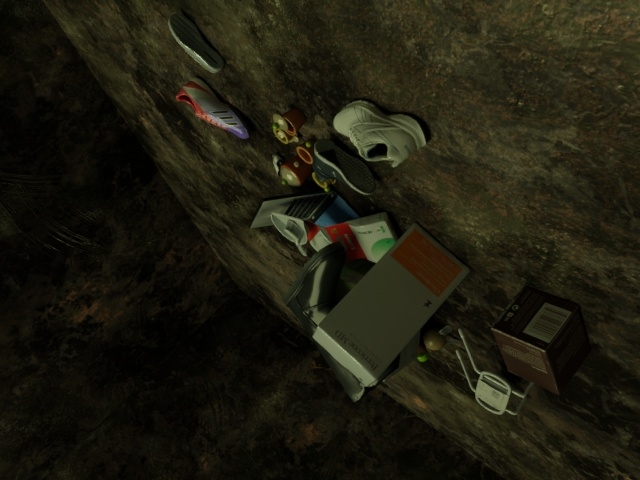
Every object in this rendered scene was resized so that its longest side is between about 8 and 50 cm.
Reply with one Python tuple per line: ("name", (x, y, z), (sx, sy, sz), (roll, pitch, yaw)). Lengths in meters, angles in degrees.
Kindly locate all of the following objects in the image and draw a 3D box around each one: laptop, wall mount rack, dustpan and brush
("laptop", (-0.025, -0.025, 2.201), (0.382, 0.408, 0.236), (136, 123, -71))
("wall mount rack", (0.592, 0.475, 2.107), (0.304, 0.130, 0.350), (30, 156, 25))
("dustpan and brush", (-0.085, -0.013, 2.099), (0.147, 0.060, 0.211), (16, 161, 33))

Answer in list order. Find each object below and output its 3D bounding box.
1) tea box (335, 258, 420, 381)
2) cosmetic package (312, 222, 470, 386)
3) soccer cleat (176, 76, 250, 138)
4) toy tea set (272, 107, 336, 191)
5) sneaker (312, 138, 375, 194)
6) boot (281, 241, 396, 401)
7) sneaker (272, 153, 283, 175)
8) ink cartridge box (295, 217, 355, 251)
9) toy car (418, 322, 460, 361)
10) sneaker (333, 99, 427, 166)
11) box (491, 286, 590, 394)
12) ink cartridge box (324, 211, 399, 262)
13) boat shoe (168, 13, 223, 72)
("tea box", (0.182, 0.272, 2.162), (0.323, 0.220, 0.329), (23, 121, 37))
("cosmetic package", (0.213, 0.190, 1.789), (0.230, 0.453, 0.161), (41, 161, 9))
("soccer cleat", (-0.395, -0.471, 2.206), (0.318, 0.116, 0.108), (43, 161, 7))
("toy tea set", (-0.091, -0.284, 1.950), (0.200, 0.124, 0.336), (25, 152, 46))
("sneaker", (0.068, -0.207, 1.842), (0.226, 0.086, 0.163), (42, 163, 5))
("boot", (0.091, 0.272, 1.983), (0.445, 0.146, 0.367), (54, 138, 19))
("sneaker", (-0.156, -0.285, 2.230), (0.044, 0.040, 0.109), (54, 163, 27))
("ink cartridge box", (0.000, 0.000, 2.135), (0.232, 0.066, 0.189), (15, 164, -9))
("toy car", (0.430, 0.362, 2.264), (0.188, 0.149, 0.155), (-14, 128, 35))
("sneaker", (0.127, -0.273, 1.518), (0.297, 0.129, 0.111), (26, 155, 46))
("box", (0.595, 0.268, 1.597), (0.167, 0.168, 0.203), (21, 149, 48))
("ink cartridge box", (0.147, 0.007, 1.986), (0.224, 0.056, 0.181), (-14, 129, 22))
("boat shoe", (-0.420, -0.640, 1.961), (0.226, 0.083, 0.076), (49, 160, -13))
